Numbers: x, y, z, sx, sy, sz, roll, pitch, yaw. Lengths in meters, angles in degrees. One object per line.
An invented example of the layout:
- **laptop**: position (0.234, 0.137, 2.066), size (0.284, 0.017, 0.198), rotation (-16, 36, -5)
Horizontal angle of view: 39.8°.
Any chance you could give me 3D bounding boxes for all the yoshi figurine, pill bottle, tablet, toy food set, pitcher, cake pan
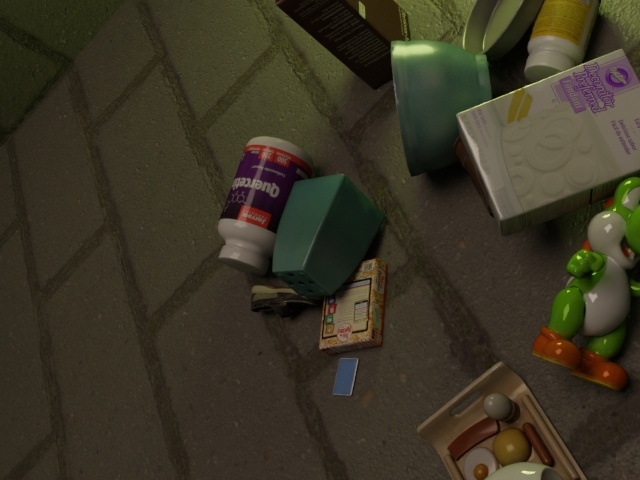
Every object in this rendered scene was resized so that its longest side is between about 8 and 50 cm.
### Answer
- **yoshi figurine**: position (0.511, 0.063, 1.490), size (0.203, 0.203, 0.362), rotation (20, 83, 23)
- **pill bottle**: position (0.499, -0.429, 1.833), size (0.119, 0.119, 0.209), rotation (6, 71, 46)
- **tablet**: position (0.055, 0.296, 1.923), size (0.054, 0.006, 0.083), rotation (-5, 64, 42)
- **toy food set**: position (0.314, 0.393, 1.553), size (0.219, 0.092, 0.306), rotation (-43, 44, 17)
- **pill bottle**: position (-0.144, -0.084, 2.205), size (0.181, 0.181, 0.323), rotation (3, 69, 45)
- **pitcher**: position (0.305, 0.459, 1.423), size (0.207, 0.125, 0.178), rotation (-33, 77, 35)
- **cake pan**: position (0.410, -0.521, 1.940), size (0.293, 0.054, 0.293), rotation (-58, 17, 29)

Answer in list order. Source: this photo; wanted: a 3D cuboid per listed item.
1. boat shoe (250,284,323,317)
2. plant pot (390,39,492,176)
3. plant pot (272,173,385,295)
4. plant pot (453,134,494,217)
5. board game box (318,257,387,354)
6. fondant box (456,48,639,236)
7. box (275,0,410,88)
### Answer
- **boat shoe**: position (-0.082, 0.148, 2.096), size (0.223, 0.080, 0.074), rotation (2, 80, 44)
- **plant pot**: position (0.270, -0.296, 1.888), size (0.196, 0.293, 0.293), rotation (-8, 58, 11)
- **plant pot**: position (0.000, 0.000, 1.987), size (0.165, 0.165, 0.234), rotation (-5, 51, 46)
- **plant pot**: position (0.371, -0.142, 1.771), size (0.167, 0.167, 0.165), rotation (-33, 55, 26)
- **board game box**: position (0.072, 0.147, 1.964), size (0.146, 0.045, 0.194), rotation (-15, 57, 38)
- **fondant box**: position (0.447, -0.179, 1.634), size (0.330, 0.096, 0.238), rotation (-21, 66, 5)
- **box**: position (0.061, -0.556, 2.134), size (0.143, 0.381, 0.191), rotation (-23, 53, 30)
